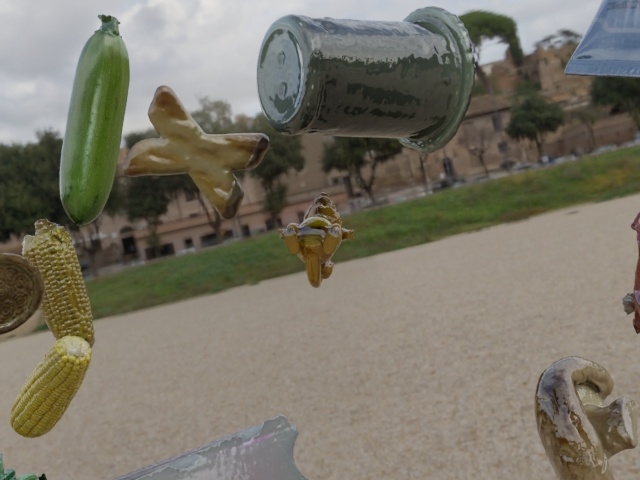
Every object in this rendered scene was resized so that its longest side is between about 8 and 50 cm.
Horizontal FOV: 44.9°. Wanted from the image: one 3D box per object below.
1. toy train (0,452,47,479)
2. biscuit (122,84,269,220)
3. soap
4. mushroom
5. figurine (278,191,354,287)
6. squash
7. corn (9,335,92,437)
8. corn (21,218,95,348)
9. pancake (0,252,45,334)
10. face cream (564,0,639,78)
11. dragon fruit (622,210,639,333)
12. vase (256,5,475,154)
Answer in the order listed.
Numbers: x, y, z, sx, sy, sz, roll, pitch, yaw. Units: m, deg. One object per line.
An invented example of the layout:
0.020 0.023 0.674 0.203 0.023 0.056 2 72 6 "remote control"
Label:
-0.492 0.435 1.101 0.132 0.243 0.188 5 16 17 "toy train"
-0.208 -0.144 1.299 0.208 0.164 0.047 26 5 -6 "biscuit"
-0.144 0.326 0.915 0.302 0.159 0.258 -22 -10 -6 "soap"
0.425 0.291 1.290 0.156 0.151 0.286 -31 19 32 "mushroom"
0.001 0.003 1.249 0.121 0.122 0.176 -1 25 10 "figurine"
-0.425 -0.224 1.463 0.107 0.395 0.107 9 5 -1 "squash"
-0.362 0.199 1.035 0.067 0.067 0.206 -13 -31 -49 "corn"
-0.488 0.088 1.451 0.097 0.262 0.097 -16 2 0 "corn"
-0.395 0.067 0.951 0.115 0.115 0.011 -13 29 -30 "pancake"
0.444 -0.352 1.032 0.135 0.385 0.086 10 -32 31 "face cream"
0.506 0.112 1.003 0.100 0.282 0.343 -11 15 -19 "dragon fruit"
0.063 -0.263 1.230 0.291 0.245 0.245 -3 -5 -33 "vase"
